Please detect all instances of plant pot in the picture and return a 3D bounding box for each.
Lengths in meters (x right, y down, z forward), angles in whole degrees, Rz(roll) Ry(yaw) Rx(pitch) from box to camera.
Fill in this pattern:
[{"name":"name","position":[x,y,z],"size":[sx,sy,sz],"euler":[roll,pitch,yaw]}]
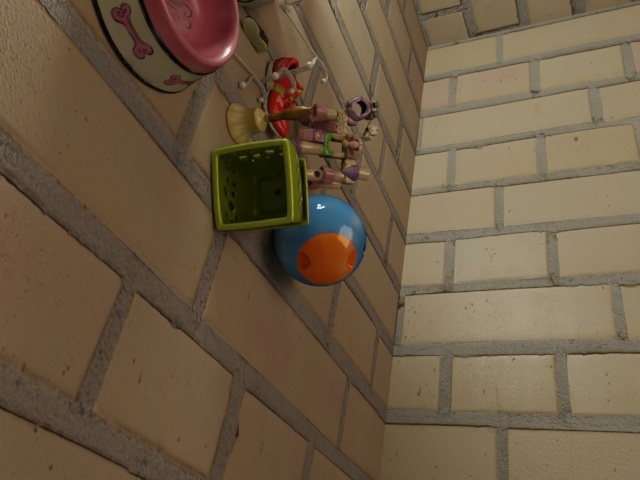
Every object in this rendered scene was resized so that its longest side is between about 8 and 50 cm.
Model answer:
[{"name":"plant pot","position":[-0.150,-0.138,1.659],"size":[0.207,0.228,0.227],"euler":[14,72,-71]}]

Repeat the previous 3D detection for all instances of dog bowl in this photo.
[{"name":"dog bowl","position":[-0.339,-0.565,1.405],"size":[0.408,0.150,0.408],"euler":[-6,90,-66]}]

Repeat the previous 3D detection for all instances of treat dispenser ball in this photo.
[{"name":"treat dispenser ball","position":[0.000,0.000,1.874],"size":[0.288,0.288,0.288],"euler":[-5,90,-66]}]

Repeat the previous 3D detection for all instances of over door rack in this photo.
[{"name":"over door rack","position":[-0.146,-0.537,1.727],"size":[0.324,0.239,0.108],"euler":[52,34,-51]}]

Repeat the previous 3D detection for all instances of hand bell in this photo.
[{"name":"hand bell","position":[-0.133,-0.352,1.706],"size":[0.126,0.242,0.126],"euler":[-6,90,-66]}]

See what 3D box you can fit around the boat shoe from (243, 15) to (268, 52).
[{"name":"boat shoe","position":[-0.201,-0.645,1.859],"size":[0.133,0.048,0.042],"euler":[54,33,-53]}]

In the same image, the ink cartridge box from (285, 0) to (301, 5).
[{"name":"ink cartridge box","position":[-0.147,-0.906,1.837],"size":[0.324,0.071,0.330],"euler":[-113,-176,-62]}]

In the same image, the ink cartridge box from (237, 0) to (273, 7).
[{"name":"ink cartridge box","position":[-0.233,-0.783,1.764],"size":[0.208,0.086,0.153],"euler":[-29,111,-65]}]

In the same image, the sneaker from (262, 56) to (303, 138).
[{"name":"sneaker","position":[-0.113,-0.468,1.929],"size":[0.107,0.118,0.279],"euler":[23,64,-63]}]

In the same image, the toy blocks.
[{"name":"toy blocks","position":[0.004,-0.327,2.014],"size":[0.260,0.309,0.289],"euler":[5,87,-23]}]
